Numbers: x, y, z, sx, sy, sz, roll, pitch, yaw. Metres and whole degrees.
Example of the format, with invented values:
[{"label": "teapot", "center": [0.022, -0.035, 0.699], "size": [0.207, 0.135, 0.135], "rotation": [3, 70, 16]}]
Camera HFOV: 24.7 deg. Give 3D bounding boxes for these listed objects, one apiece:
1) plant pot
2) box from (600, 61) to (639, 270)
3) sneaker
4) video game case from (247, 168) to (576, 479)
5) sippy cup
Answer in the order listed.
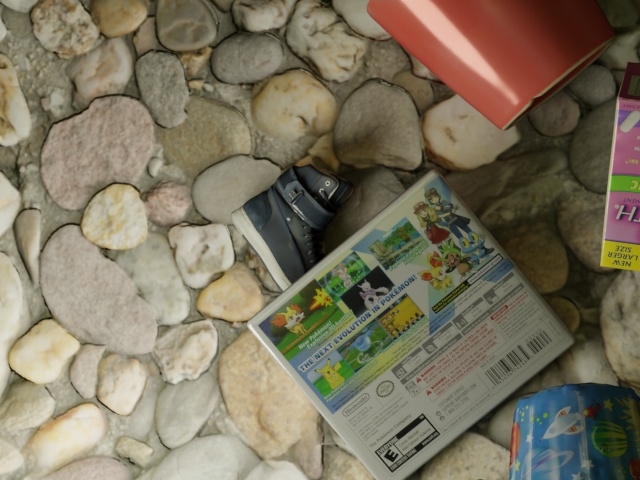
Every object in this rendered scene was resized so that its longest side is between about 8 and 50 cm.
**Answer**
[{"label": "plant pot", "center": [0.239, -0.297, 1.920], "size": [0.275, 0.275, 0.243], "rotation": [-40, 85, 5]}, {"label": "box", "center": [0.473, -0.082, 1.834], "size": [0.213, 0.117, 0.243], "rotation": [8, 122, 14]}, {"label": "sneaker", "center": [-0.001, -0.001, 2.013], "size": [0.163, 0.086, 0.226], "rotation": [-39, 74, 8]}, {"label": "video game case", "center": [0.121, 0.121, 1.950], "size": [0.329, 0.036, 0.300], "rotation": [-39, 94, 6]}, {"label": "sippy cup", "center": [0.332, 0.304, 1.824], "size": [0.305, 0.240, 0.224], "rotation": [-4, 66, 7]}]
